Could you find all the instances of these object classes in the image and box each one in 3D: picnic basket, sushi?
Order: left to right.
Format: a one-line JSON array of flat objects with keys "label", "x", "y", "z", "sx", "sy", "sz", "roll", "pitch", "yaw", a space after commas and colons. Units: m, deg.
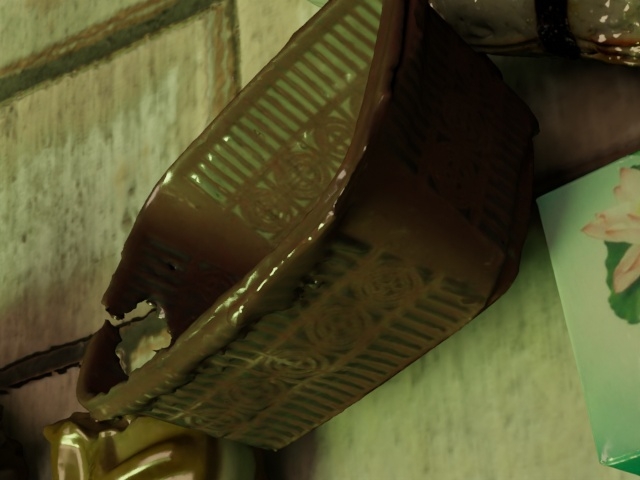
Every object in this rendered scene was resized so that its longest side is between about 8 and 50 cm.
[{"label": "picnic basket", "x": 0.000, "y": 0.000, "z": 0.839, "sx": 0.297, "sy": 0.129, "sz": 0.222, "roll": -41, "pitch": 25, "yaw": 41}, {"label": "sushi", "x": 0.150, "y": -0.139, "z": 0.846, "sx": 0.273, "sy": 0.134, "sz": 0.109, "roll": -9, "pitch": 100, "yaw": 27}]

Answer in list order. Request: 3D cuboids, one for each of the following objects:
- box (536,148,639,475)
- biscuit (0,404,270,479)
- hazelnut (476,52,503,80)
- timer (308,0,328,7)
[{"label": "box", "x": 0.241, "y": 0.009, "z": 0.724, "sx": 0.245, "sy": 0.092, "sz": 0.153, "roll": -28, "pitch": 58, "yaw": 30}, {"label": "biscuit", "x": -0.196, "y": 0.211, "z": 1.002, "sx": 0.366, "sy": 0.115, "sz": 0.268, "roll": 4, "pitch": 77, "yaw": 42}, {"label": "hazelnut", "x": 0.071, "y": -0.088, "z": 0.917, "sx": 0.086, "sy": 0.086, "sz": 0.086, "roll": -15, "pitch": 65, "yaw": 35}, {"label": "timer", "x": 0.037, "y": -0.289, "z": 1.006, "sx": 0.237, "sy": 0.087, "sz": 0.262, "roll": 42, "pitch": 102, "yaw": 40}]
